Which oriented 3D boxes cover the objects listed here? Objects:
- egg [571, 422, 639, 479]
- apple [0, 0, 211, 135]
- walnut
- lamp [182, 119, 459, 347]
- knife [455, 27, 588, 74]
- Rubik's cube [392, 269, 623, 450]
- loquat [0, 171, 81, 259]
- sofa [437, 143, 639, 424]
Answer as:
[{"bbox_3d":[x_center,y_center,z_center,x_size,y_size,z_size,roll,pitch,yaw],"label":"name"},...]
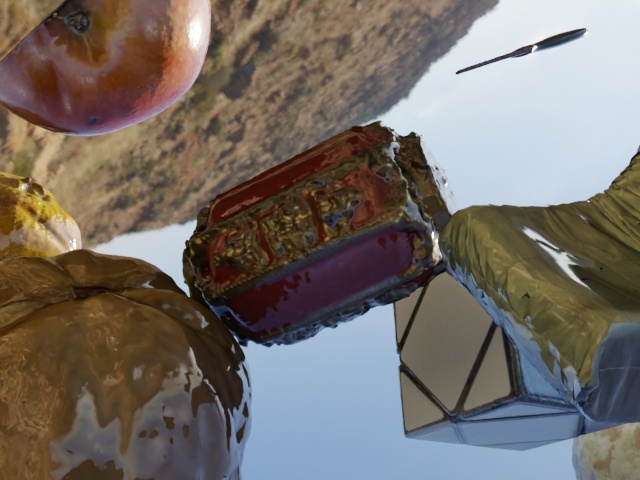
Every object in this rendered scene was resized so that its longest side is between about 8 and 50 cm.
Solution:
[{"bbox_3d":[0.457,0.290,1.003,0.203,0.245,0.203,-1,-177,0],"label":"egg"},{"bbox_3d":[-0.240,-0.222,0.864,0.293,0.163,0.251,-37,-157,8],"label":"apple"},{"bbox_3d":[-0.201,0.187,0.591,0.305,0.344,0.306,2,-156,-1],"label":"walnut"},{"bbox_3d":[0.000,0.000,0.710,0.273,0.177,0.177,-25,-167,15],"label":"lamp"},{"bbox_3d":[0.286,-0.263,0.997,0.247,0.018,0.035,-23,-167,-25],"label":"knife"},{"bbox_3d":[0.230,0.132,0.876,0.207,0.205,0.205,-39,-135,48],"label":"Rubik's cube"},{"bbox_3d":[-0.532,0.030,1.159,0.276,0.275,0.284,-70,-176,-72],"label":"loquat"},{"bbox_3d":[0.225,-0.008,0.489,0.225,0.176,0.210,-5,-152,-14],"label":"sofa"}]
